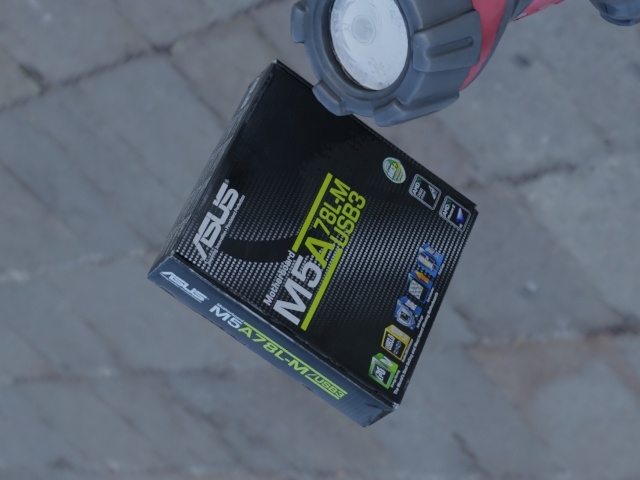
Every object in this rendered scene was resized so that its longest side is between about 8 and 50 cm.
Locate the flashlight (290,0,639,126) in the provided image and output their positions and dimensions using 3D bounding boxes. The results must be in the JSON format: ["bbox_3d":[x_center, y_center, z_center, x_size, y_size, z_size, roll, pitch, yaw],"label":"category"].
[{"bbox_3d":[0.121,-0.143,1.102,0.103,0.304,0.103,-28,83,46],"label":"flashlight"}]

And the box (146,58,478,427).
[{"bbox_3d":[0.000,0.000,1.286,0.184,0.190,0.045,37,141,-14],"label":"box"}]
